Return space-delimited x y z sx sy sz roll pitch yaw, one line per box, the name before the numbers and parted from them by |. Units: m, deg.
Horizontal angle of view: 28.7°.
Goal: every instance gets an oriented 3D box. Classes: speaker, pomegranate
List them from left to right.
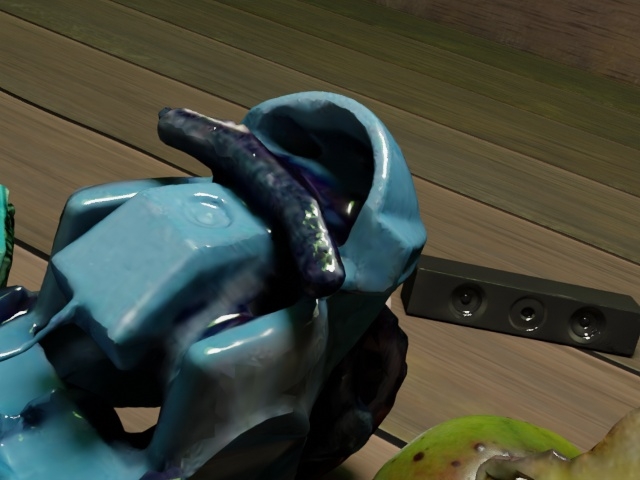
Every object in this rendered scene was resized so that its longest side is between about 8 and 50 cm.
pomegranate | 0.076 0.144 0.577 0.130 0.130 0.130 12 18 -4
speaker | 0.163 0.051 1.012 0.191 0.040 0.046 11 18 -8

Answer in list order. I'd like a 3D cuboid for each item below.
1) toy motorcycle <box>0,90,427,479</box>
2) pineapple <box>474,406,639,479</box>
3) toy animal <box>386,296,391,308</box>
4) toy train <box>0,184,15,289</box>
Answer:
toy motorcycle | -0.103 0.038 0.556 0.416 0.232 0.172 -2 35 -39
pineapple | 0.179 0.182 0.353 0.262 0.263 0.271 29 -1 39
toy animal | 0.002 -0.001 0.933 0.124 0.124 0.212 15 22 3
toy train | -0.265 0.005 0.752 0.154 0.107 0.198 16 17 -18
